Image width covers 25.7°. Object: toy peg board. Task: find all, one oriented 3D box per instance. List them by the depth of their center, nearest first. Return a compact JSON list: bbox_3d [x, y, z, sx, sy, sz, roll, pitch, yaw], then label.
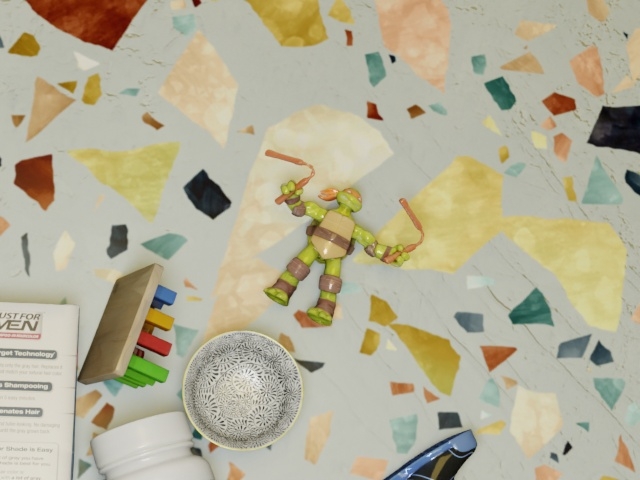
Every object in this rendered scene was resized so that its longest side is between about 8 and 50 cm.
[{"bbox_3d":[-0.250,0.130,1.942,0.079,0.161,0.161,27,69,-22],"label":"toy peg board"}]

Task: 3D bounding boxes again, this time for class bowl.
[{"bbox_3d":[-0.114,0.217,1.976,0.170,0.080,0.170,3,74,-10],"label":"bowl"}]

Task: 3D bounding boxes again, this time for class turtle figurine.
[{"bbox_3d":[0.000,0.000,2.059,0.269,0.087,0.217,29,78,-11],"label":"turtle figurine"}]

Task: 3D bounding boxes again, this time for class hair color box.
[{"bbox_3d":[-0.419,0.261,1.887,0.174,0.105,0.347,3,74,-11],"label":"hair color box"}]

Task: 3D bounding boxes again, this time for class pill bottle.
[{"bbox_3d":[-0.204,0.382,1.868,0.160,0.160,0.283,-15,78,-15],"label":"pill bottle"}]

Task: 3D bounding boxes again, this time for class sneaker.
[{"bbox_3d":[0.139,0.362,1.991,0.232,0.081,0.090,-33,86,-11],"label":"sneaker"}]
